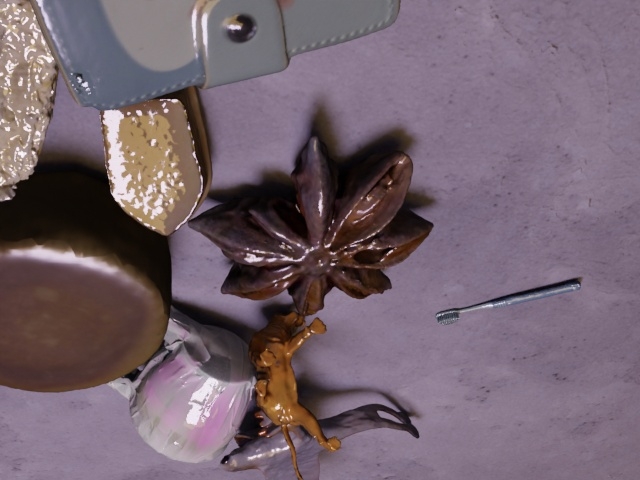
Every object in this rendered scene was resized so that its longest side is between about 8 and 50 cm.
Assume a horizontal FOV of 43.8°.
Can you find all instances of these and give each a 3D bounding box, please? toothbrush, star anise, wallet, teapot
[{"bbox_3d":[0.281,0.093,1.199,0.219,0.019,0.016,-14,128,7],"label":"toothbrush"},{"bbox_3d":[-0.012,-0.011,1.010,0.315,0.108,0.315,-1,133,-1],"label":"star anise"},{"bbox_3d":[-0.088,-0.260,0.747,0.360,0.083,0.252,-19,138,-11],"label":"wallet"},{"bbox_3d":[-0.193,0.193,1.172,0.163,0.221,0.178,-10,139,-56],"label":"teapot"}]

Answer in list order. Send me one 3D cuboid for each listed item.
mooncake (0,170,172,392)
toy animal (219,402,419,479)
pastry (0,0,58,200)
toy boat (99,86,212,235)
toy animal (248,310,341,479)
[{"bbox_3d":[-0.329,0.052,0.994,0.284,0.155,0.284,-5,132,-5],"label":"mooncake"},{"bbox_3d":[0.003,0.321,1.253,0.284,0.225,0.302,-30,145,-1],"label":"toy animal"},{"bbox_3d":[-0.317,-0.180,0.817,0.089,0.121,0.258,-8,132,-39],"label":"pastry"},{"bbox_3d":[-0.186,-0.088,0.914,0.116,0.061,0.188,-6,119,1],"label":"toy boat"},{"bbox_3d":[-0.050,0.222,1.109,0.114,0.255,0.116,-2,168,-21],"label":"toy animal"}]
